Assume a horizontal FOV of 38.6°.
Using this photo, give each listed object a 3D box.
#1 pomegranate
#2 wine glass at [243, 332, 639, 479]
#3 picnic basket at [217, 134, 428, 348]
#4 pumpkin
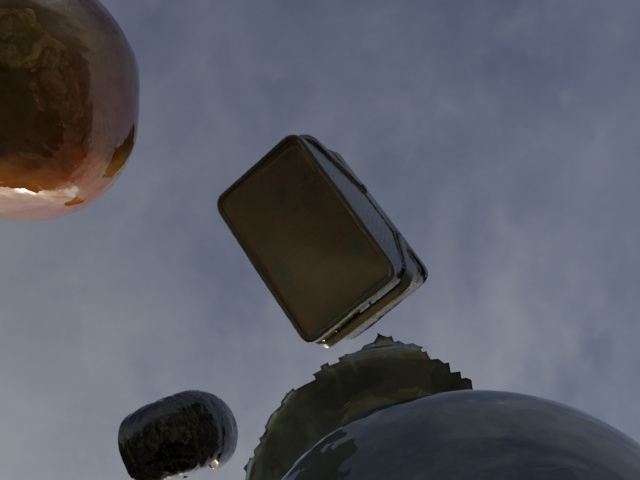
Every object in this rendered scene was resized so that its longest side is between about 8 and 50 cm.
[{"bbox_3d":[-0.295,-0.133,0.821,0.252,0.270,0.229,19,-82,17],"label":"pomegranate"},{"bbox_3d":[0.064,0.175,0.419,0.238,0.323,0.238,0,-84,-4],"label":"wine glass"},{"bbox_3d":[0.000,0.000,1.223,0.165,0.139,0.266,-41,-108,16],"label":"picnic basket"},{"bbox_3d":[-0.177,0.263,1.261,0.108,0.183,0.119,-37,-107,28],"label":"pumpkin"}]
